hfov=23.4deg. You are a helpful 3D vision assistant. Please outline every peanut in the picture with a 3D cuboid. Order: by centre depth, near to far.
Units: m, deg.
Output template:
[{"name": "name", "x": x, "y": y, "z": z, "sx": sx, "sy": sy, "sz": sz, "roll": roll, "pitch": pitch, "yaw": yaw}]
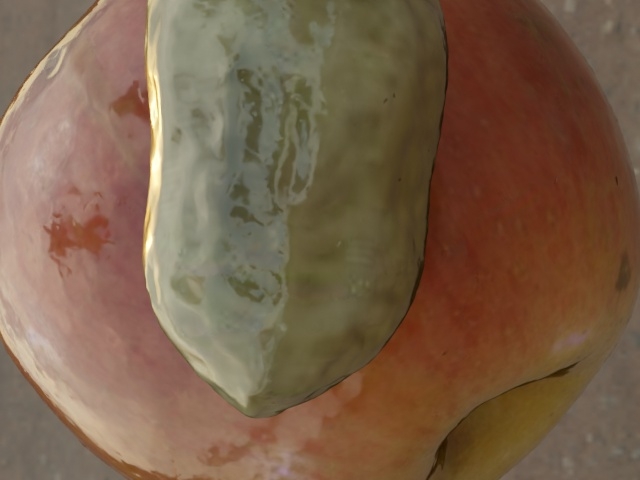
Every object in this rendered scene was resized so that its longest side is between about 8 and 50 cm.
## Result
[{"name": "peanut", "x": -0.011, "y": -0.040, "z": 0.629, "sx": 0.129, "sy": 0.129, "sz": 0.224, "roll": 160, "pitch": 111, "yaw": -64}]

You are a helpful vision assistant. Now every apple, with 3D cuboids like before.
[{"name": "apple", "x": 0.000, "y": 0.000, "z": 0.882, "sx": 0.364, "sy": 0.364, "sz": 0.364, "roll": -177, "pitch": 90, "yaw": -66}]
